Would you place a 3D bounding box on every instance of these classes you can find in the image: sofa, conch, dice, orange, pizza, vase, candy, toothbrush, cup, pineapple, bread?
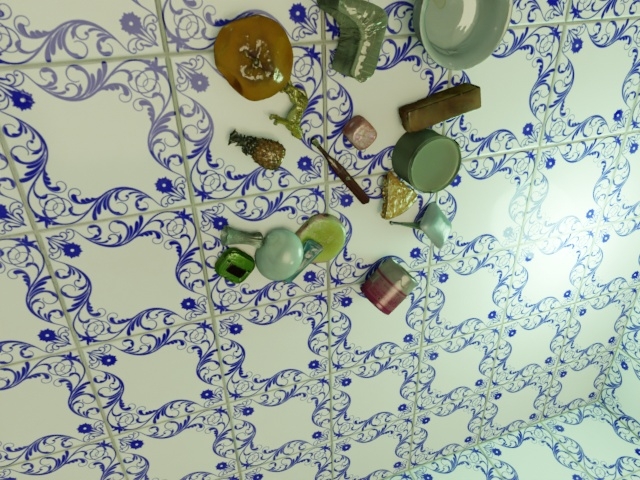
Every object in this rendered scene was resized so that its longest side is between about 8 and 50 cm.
[{"bbox_3d":[0.078,-0.630,1.499,0.176,0.210,0.225,2,118,-25],"label":"sofa"},{"bbox_3d":[-0.164,0.062,1.845,0.184,0.121,0.221,19,108,14],"label":"conch"},{"bbox_3d":[0.140,-0.386,1.731,0.094,0.093,0.091,-45,125,8],"label":"dice"},{"bbox_3d":[-0.191,-0.549,1.448,0.249,0.183,0.249,-10,122,-16],"label":"orange"},{"bbox_3d":[0.292,-0.195,1.926,0.188,0.062,0.199,-32,120,-18],"label":"pizza"},{"bbox_3d":[-0.287,-0.009,1.780,0.148,0.081,0.081,8,114,-29],"label":"vase"},{"bbox_3d":[0.495,-0.063,2.063,0.174,0.071,0.138,43,66,-35],"label":"candy"},{"bbox_3d":[0.077,-0.258,1.811,0.041,0.041,0.364,-42,125,4],"label":"toothbrush"},{"bbox_3d":[0.446,-0.761,1.603,0.347,0.163,0.347,-10,122,-17],"label":"cup"},{"bbox_3d":[-0.217,-0.315,1.626,0.197,0.108,0.108,24,107,-21],"label":"pineapple"},{"bbox_3d":[0.000,0.000,1.928,0.228,0.033,0.229,-10,122,-16],"label":"bread"}]

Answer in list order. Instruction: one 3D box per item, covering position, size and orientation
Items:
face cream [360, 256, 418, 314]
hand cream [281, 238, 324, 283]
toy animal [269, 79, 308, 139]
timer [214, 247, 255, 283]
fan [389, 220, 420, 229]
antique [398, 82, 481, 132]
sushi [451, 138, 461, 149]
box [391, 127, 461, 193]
[{"bbox_3d":[0.295,0.195,2.075,0.175,0.175,0.195,36,101,-34],"label":"face cream"},{"bbox_3d":[-0.082,0.091,1.918,0.083,0.048,0.224,29,113,-25],"label":"hand cream"},{"bbox_3d":[-0.087,-0.445,1.628,0.136,0.073,0.181,14,99,-37],"label":"toy animal"},{"bbox_3d":[-0.326,0.100,1.841,0.140,0.047,0.128,34,102,-33],"label":"timer"},{"bbox_3d":[0.377,-0.065,2.057,0.193,0.016,0.038,4,118,-25],"label":"fan"},{"bbox_3d":[0.440,-0.496,1.792,0.309,0.093,0.087,-22,124,-10],"label":"antique"},{"bbox_3d":[0.534,-0.379,1.939,0.083,0.044,0.046,27,84,-34],"label":"sushi"},{"bbox_3d":[0.408,-0.309,1.852,0.226,0.149,0.226,-11,121,-18],"label":"box"}]
